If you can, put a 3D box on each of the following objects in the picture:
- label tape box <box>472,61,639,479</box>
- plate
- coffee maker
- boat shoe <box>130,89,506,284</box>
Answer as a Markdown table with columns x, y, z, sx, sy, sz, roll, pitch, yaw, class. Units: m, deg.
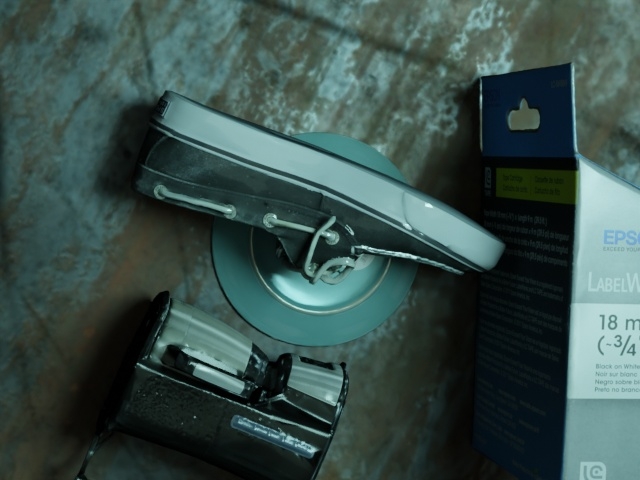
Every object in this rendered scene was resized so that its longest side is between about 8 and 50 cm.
| x | y | z | sx | sy | sz | roll | pitch | yaw | class |
| --- | --- | --- | --- | --- | --- | --- | --- | --- | --- |
| 0.208 | 0.029 | 1.194 | 0.106 | 0.240 | 0.333 | 1 | 94 | -11 | label tape box |
| 0.000 | 0.000 | 1.263 | 0.188 | 0.024 | 0.188 | -1 | 93 | -11 | plate |
| -0.087 | 0.149 | 1.222 | 0.178 | 0.120 | 0.171 | 25 | 112 | -11 | coffee maker |
| -0.004 | -0.019 | 1.193 | 0.306 | 0.113 | 0.105 | 21 | 96 | -9 | boat shoe |
